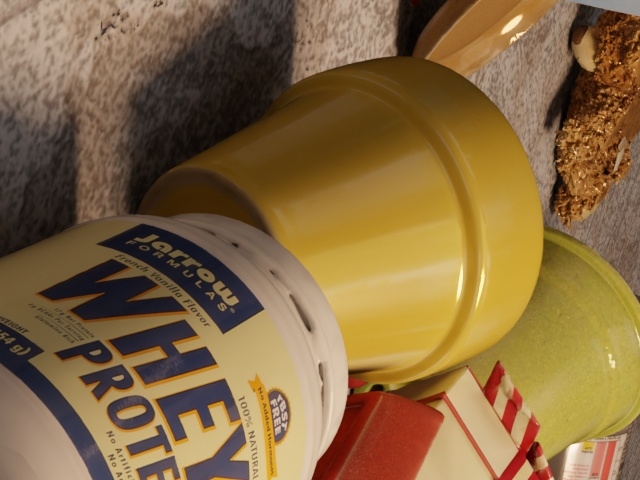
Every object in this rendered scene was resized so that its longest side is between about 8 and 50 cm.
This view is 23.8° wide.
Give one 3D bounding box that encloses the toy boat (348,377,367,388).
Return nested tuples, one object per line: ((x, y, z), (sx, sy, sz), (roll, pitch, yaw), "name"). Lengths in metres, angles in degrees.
((0.065, 0.043, 1.409), (0.151, 0.151, 0.231), (-59, 152, -33), "toy boat")

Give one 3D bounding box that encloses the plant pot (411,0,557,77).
((0.174, -0.232, 1.502), (0.236, 0.032, 0.236), (-38, 168, -9), "plant pot")

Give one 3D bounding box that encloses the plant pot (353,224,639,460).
((0.177, 0.155, 1.640), (0.254, 0.276, 0.276), (-33, 135, -40), "plant pot")

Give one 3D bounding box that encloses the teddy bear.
((0.373, -0.175, 2.053), (0.245, 0.113, 0.338), (-53, 157, -26), "teddy bear")

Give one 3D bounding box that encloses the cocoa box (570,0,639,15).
((0.374, -0.372, 1.596), (0.228, 0.347, 0.231), (-41, 141, -51), "cocoa box")

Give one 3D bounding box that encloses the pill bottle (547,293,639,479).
((0.300, 0.237, 1.982), (0.210, 0.210, 0.362), (-12, 115, -64), "pill bottle")

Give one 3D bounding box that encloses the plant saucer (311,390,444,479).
((-0.067, 0.192, 1.077), (0.047, 0.258, 0.259), (68, 29, -20), "plant saucer")

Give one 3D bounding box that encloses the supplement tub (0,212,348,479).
((-0.142, 0.118, 0.886), (0.325, 0.235, 0.235), (-30, 131, -59), "supplement tub")

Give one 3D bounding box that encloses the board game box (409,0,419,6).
((0.092, -0.334, 1.386), (0.259, 0.039, 0.124), (67, 43, -59), "board game box")

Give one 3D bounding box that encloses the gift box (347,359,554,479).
((0.054, 0.248, 1.252), (0.258, 0.255, 0.276), (-40, 107, -48), "gift box")

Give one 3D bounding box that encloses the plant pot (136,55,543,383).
((0.000, 0.000, 1.149), (0.239, 0.254, 0.254), (-17, 121, -46), "plant pot")
